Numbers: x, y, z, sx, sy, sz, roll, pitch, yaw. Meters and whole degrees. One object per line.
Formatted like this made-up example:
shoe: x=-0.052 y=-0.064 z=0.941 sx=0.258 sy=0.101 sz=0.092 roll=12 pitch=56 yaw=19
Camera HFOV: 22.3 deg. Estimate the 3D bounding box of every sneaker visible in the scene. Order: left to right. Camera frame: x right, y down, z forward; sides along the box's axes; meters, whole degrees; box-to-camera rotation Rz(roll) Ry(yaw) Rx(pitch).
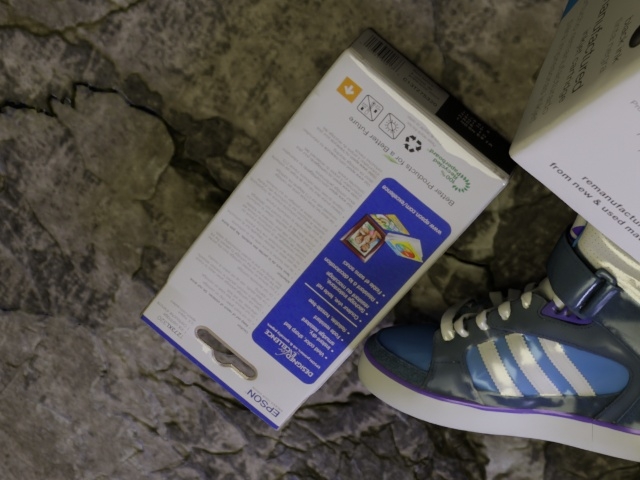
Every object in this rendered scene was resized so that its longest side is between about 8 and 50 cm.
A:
sneaker: x=0.192 y=0.044 z=1.375 sx=0.323 sy=0.130 sz=0.236 roll=12 pitch=112 yaw=22

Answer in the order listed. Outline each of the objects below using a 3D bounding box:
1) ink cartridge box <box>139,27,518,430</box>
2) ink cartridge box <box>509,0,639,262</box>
ink cartridge box: x=0.000 y=0.000 z=1.457 sx=0.176 sy=0.069 sz=0.371 roll=40 pitch=122 yaw=-1
ink cartridge box: x=0.331 y=-0.184 z=1.015 sx=0.166 sy=0.285 sz=0.395 roll=37 pitch=141 yaw=-14
